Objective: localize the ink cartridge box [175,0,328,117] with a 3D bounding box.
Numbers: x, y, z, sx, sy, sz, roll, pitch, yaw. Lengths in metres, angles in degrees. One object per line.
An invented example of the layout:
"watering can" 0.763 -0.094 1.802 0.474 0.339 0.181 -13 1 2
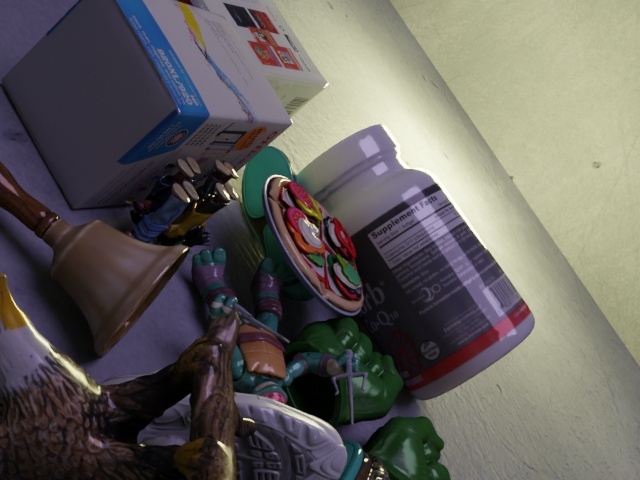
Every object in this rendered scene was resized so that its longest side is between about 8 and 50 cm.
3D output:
"ink cartridge box" -0.171 -0.326 1.214 0.309 0.130 0.272 58 26 11

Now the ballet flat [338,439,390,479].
"ballet flat" -0.045 0.304 0.587 0.483 0.164 0.181 -16 91 -67

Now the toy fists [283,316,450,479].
"toy fists" 0.062 0.215 0.952 0.279 0.096 0.142 57 22 11

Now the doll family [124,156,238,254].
"doll family" -0.157 -0.028 0.866 0.076 0.111 0.193 58 19 13

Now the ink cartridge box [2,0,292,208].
"ink cartridge box" -0.181 -0.151 0.905 0.168 0.171 0.233 58 25 10

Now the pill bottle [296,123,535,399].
"pill bottle" 0.123 0.027 1.176 0.362 0.210 0.210 56 24 6

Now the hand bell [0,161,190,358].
"hand bell" -0.251 -0.018 0.722 0.242 0.126 0.126 38 25 -3

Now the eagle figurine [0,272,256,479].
"eagle figurine" -0.194 0.118 0.493 0.226 0.299 0.225 66 16 -85

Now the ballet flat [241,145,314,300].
"ballet flat" -0.051 -0.017 1.099 0.087 0.083 0.247 63 8 -52

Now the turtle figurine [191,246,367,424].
"turtle figurine" -0.061 0.106 0.843 0.175 0.118 0.234 31 21 -38

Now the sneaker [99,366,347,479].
"sneaker" -0.091 0.143 0.661 0.232 0.090 0.115 10 16 2

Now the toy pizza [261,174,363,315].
"toy pizza" 0.000 0.000 1.002 0.201 0.032 0.201 49 21 -25
